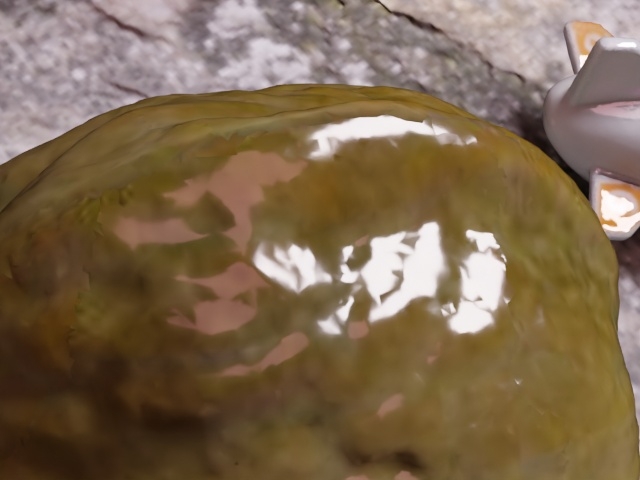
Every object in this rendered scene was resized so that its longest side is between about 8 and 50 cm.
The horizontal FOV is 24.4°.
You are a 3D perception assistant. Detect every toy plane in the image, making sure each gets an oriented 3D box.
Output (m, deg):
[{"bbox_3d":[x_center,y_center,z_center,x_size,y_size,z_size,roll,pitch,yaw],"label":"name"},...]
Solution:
[{"bbox_3d":[0.224,-0.054,0.698,0.244,0.117,0.245,4,61,-7],"label":"toy plane"}]

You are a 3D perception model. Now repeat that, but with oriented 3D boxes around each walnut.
[{"bbox_3d":[-0.023,0.056,0.532,0.283,0.283,0.227,-10,40,-14],"label":"walnut"}]
